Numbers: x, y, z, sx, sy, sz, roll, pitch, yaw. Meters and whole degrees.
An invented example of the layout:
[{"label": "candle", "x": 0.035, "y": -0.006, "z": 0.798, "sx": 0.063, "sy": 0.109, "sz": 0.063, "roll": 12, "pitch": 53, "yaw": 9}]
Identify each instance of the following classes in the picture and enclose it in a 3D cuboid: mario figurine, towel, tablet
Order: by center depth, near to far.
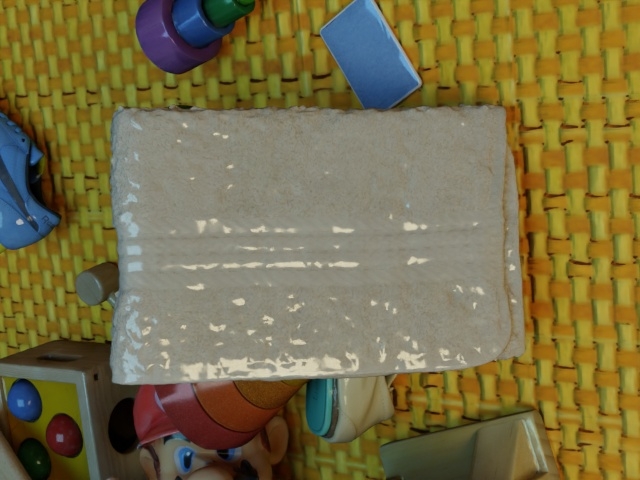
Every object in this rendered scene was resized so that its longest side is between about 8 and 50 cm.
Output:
[{"label": "towel", "x": 0.000, "y": 0.000, "z": 0.781, "sx": 0.049, "sy": 0.282, "sz": 0.187, "roll": 151, "pitch": 118, "yaw": -78}, {"label": "tablet", "x": 0.037, "y": -0.138, "z": 0.869, "sx": 0.054, "sy": 0.006, "sz": 0.083, "roll": -35, "pitch": 82, "yaw": 35}, {"label": "mario figurine", "x": -0.075, "y": 0.250, "z": 0.930, "sx": 0.170, "sy": 0.198, "sz": 0.321, "roll": -6, "pitch": 102, "yaw": 50}]

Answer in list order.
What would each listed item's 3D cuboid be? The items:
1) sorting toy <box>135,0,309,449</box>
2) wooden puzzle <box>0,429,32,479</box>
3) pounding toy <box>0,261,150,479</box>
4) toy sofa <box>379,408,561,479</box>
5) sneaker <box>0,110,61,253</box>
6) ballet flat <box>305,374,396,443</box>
[{"label": "sorting toy", "x": -0.057, "y": -0.034, "z": 0.869, "sx": 0.126, "sy": 0.127, "sz": 0.366, "roll": -18, "pitch": 75, "yaw": 40}, {"label": "wooden puzzle", "x": -0.316, "y": 0.371, "z": 0.984, "sx": 0.322, "sy": 0.080, "sz": 0.348, "roll": -52, "pitch": 53, "yaw": 14}, {"label": "pounding toy", "x": -0.212, "y": 0.129, "z": 1.051, "sx": 0.181, "sy": 0.094, "sz": 0.206, "roll": 0, "pitch": 102, "yaw": 35}, {"label": "toy sofa", "x": 0.031, "y": 0.240, "z": 0.745, "sx": 0.150, "sy": 0.362, "sz": 0.177, "roll": -21, "pitch": 84, "yaw": 36}, {"label": "sneaker", "x": -0.302, "y": -0.091, "z": 1.090, "sx": 0.082, "sy": 0.069, "sz": 0.209, "roll": -25, "pitch": 76, "yaw": 3}, {"label": "ballet flat", "x": 0.029, "y": 0.031, "z": 0.875, "sx": 0.086, "sy": 0.086, "sz": 0.249, "roll": 10, "pitch": 108, "yaw": 33}]
